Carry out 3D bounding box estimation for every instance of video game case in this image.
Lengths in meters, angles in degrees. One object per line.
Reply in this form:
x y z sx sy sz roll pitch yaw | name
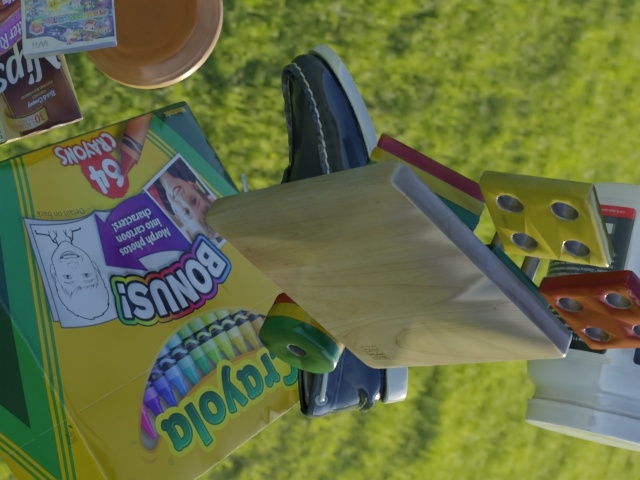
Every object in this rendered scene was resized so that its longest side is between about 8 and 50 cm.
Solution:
-0.238 -0.230 1.297 0.011 0.087 0.122 80 2 -66 | video game case

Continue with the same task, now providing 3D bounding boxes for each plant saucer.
-0.229 -0.302 1.824 0.037 0.200 0.200 31 77 -79 | plant saucer

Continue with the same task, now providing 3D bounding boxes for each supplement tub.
0.337 0.087 1.532 0.191 0.191 0.272 31 71 -62 | supplement tub

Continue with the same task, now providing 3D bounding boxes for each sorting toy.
0.042 0.003 0.650 0.132 0.274 0.046 43 59 -28 | sorting toy

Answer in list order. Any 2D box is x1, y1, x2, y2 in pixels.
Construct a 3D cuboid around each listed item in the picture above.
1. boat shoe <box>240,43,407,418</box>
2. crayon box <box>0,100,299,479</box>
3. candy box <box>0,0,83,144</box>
0.000 0.000 0.910 0.079 0.095 0.254 -14 117 -12 | boat shoe
-0.171 0.060 1.251 0.313 0.106 0.363 58 33 1 | crayon box
-0.312 -0.193 1.359 0.109 0.053 0.186 -27 106 -51 | candy box
